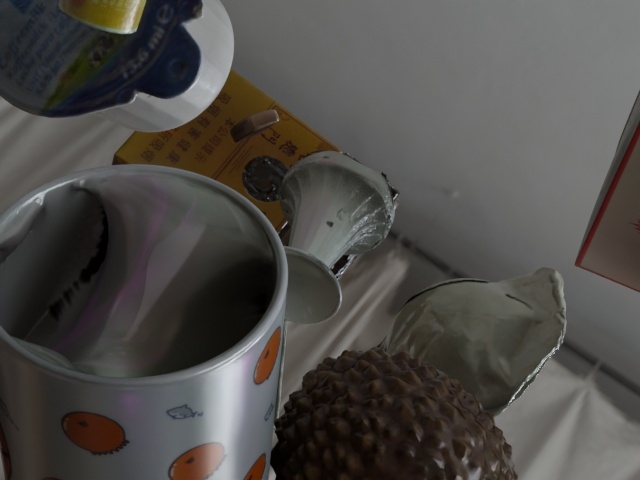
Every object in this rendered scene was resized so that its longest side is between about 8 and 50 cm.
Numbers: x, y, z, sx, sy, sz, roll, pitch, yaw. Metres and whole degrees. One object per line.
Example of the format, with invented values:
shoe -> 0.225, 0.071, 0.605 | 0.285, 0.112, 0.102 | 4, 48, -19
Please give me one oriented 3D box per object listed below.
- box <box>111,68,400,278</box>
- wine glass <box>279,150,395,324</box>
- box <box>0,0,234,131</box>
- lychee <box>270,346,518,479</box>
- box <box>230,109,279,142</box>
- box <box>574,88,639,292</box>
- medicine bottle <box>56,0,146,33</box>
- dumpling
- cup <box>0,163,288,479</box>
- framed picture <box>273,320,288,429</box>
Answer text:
box -> -0.106, -0.088, 2.398 | 0.415, 0.264, 0.116 | 38, -25, 2
wine glass -> 0.000, 0.000, 1.886 | 0.165, 0.196, 0.165 | 11, -47, 12
box -> -0.188, -0.217, 1.507 | 0.291, 0.262, 0.206 | 33, 2, 23
lychee -> 0.064, 0.197, 1.164 | 0.238, 0.200, 0.200 | 66, -24, 18
box -> -0.096, -0.167, 2.084 | 0.025, 0.048, 0.115 | 67, -17, -2
box -> 0.513, -0.099, 1.695 | 0.312, 0.300, 0.314 | 23, -44, 8
medicine bottle -> -0.128, -0.258, 1.030 | 0.074, 0.074, 0.218 | 30, -66, 19
dumpling -> 0.210, 0.179, 2.185 | 0.341, 0.260, 0.181 | -8, -52, 3
cup -> -0.136, 0.131, 1.080 | 0.212, 0.212, 0.317 | 28, -42, 23
framed picture -> -0.172, 0.174, 2.061 | 0.265, 0.192, 0.018 | 5, 4, -27
